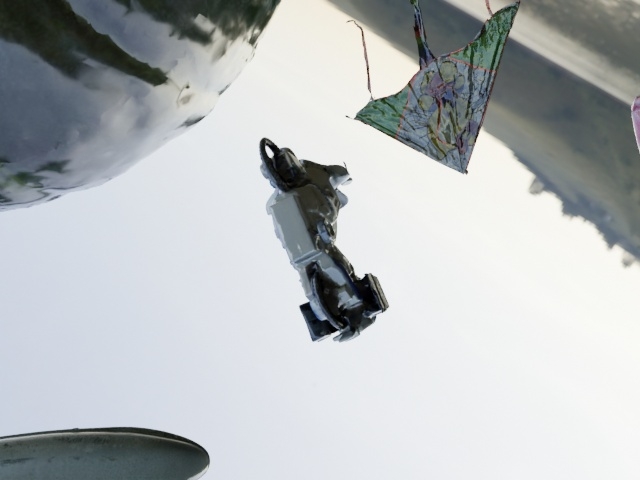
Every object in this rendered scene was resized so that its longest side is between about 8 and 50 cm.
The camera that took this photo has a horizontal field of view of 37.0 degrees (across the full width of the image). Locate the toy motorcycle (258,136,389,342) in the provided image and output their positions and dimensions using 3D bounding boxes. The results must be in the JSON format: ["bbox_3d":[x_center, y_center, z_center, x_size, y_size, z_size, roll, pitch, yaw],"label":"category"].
[{"bbox_3d":[0.000,0.000,0.984,0.221,0.102,0.150,68,-164,13],"label":"toy motorcycle"}]

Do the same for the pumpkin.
[{"bbox_3d":[-0.158,-0.166,0.444,0.300,0.300,0.207,30,-170,2],"label":"pumpkin"}]

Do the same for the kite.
[{"bbox_3d":[0.085,-0.166,0.801,0.006,0.198,0.244,0,-109,-45],"label":"kite"}]

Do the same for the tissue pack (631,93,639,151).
[{"bbox_3d":[0.438,-0.023,1.012,0.209,0.137,0.269,18,-127,-52],"label":"tissue pack"}]

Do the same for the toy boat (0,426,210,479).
[{"bbox_3d":[-0.245,0.231,0.984,0.261,0.078,0.085,-1,177,-6],"label":"toy boat"}]
